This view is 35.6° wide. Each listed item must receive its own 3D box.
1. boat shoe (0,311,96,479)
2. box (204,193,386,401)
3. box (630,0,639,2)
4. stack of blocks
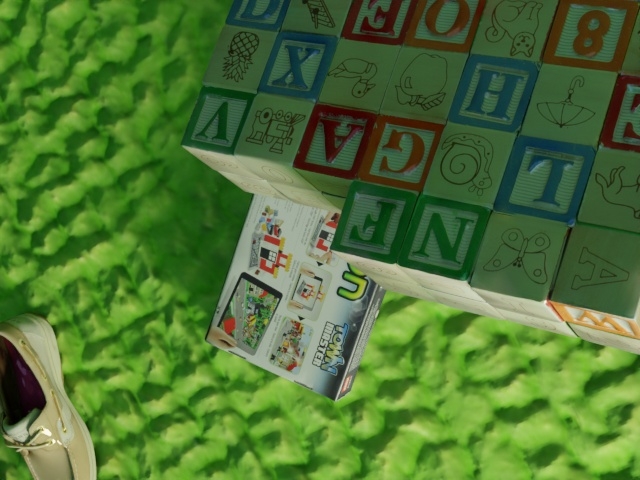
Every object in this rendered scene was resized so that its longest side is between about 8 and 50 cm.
[{"bbox_3d":[-0.234,0.145,0.811,0.063,0.059,0.170,-21,87,20],"label":"boat shoe"},{"bbox_3d":[0.000,0.000,0.728,0.114,0.036,0.207,23,102,16],"label":"box"},{"bbox_3d":[0.261,-0.200,0.588,0.324,0.067,0.063,-11,123,17],"label":"box"},{"bbox_3d":[0.068,-0.056,0.595,0.297,0.087,0.171,14,79,29],"label":"stack of blocks"}]
